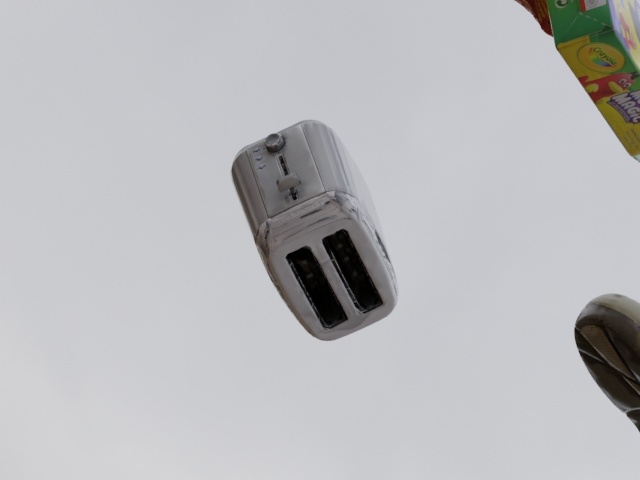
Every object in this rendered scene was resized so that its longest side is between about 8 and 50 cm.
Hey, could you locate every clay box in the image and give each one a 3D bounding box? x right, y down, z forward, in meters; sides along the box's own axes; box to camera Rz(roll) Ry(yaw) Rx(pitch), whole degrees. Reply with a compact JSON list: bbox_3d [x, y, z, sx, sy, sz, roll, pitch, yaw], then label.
[{"bbox_3d":[0.235,-0.160,1.498,0.222,0.053,0.127,40,37,-55],"label":"clay box"}]

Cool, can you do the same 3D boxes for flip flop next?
[{"bbox_3d":[0.262,0.121,1.267,0.112,0.080,0.277,13,-33,51],"label":"flip flop"}]

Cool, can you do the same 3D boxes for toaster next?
[{"bbox_3d":[0.000,0.000,1.929,0.146,0.129,0.227,-107,173,-53],"label":"toaster"}]

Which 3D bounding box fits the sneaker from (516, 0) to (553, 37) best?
[{"bbox_3d":[0.251,-0.290,2.167,0.175,0.067,0.064,39,-61,11],"label":"sneaker"}]
